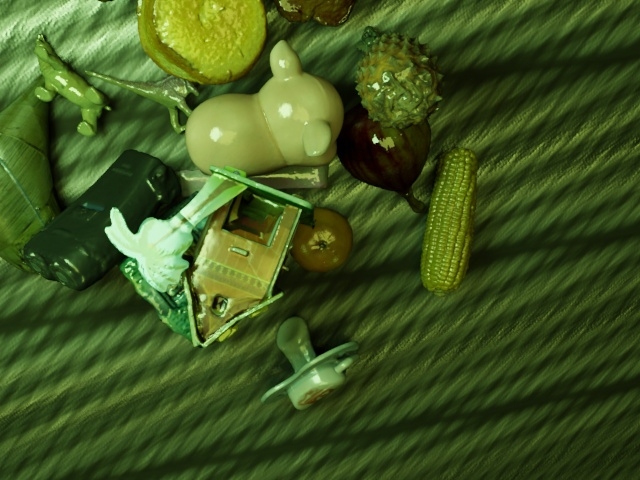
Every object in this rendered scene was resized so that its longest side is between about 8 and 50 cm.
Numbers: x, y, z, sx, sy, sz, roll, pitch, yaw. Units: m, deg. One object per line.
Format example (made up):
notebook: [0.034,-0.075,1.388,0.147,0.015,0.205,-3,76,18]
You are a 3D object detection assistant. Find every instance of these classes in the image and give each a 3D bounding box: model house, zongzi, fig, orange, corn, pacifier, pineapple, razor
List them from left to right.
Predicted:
zongzi: [-0.604,-0.136,1.270,0.323,0.160,0.360,49,66,-32]
razor: [-0.441,-0.047,1.215,0.326,0.189,0.107,-55,147,-29]
model house: [-0.263,0.055,1.300,0.241,0.226,0.261,-40,108,-3]
model house: [-0.216,0.029,1.157,0.340,0.300,0.323,20,84,0]
pacifier: [-0.038,0.285,1.434,0.279,0.227,0.207,-39,73,22]
orange: [0.000,0.000,1.371,0.156,0.124,0.156,-3,104,-11]
pineapple: [0.140,-0.355,1.188,0.175,0.361,0.175,-4,128,-5]
fig: [0.177,-0.173,1.332,0.217,0.217,0.321,-37,124,2]
corn: [0.310,-0.041,1.406,0.121,0.120,0.363,4,103,-9]

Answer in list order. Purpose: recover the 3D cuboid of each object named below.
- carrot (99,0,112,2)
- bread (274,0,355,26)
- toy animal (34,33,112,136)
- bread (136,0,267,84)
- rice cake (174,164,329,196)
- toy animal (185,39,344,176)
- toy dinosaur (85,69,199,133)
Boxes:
carrot: [-0.363,-0.617,1.088,0.341,0.241,0.241,-32,106,14]
bread: [0.004,-0.563,1.225,0.232,0.135,0.246,16,101,-12]
toy animal: [-0.528,-0.331,1.236,0.219,0.101,0.103,40,115,-16]
bread: [-0.223,-0.433,1.171,0.269,0.146,0.268,-8,112,-20]
rice cake: [-0.158,-0.145,1.350,0.365,0.056,0.072,-4,102,-7]
toy animal: [-0.109,-0.234,1.206,0.326,0.269,0.237,-15,82,-31]
toy dinosaur: [-0.343,-0.331,1.282,0.251,0.072,0.199,-25,98,8]
